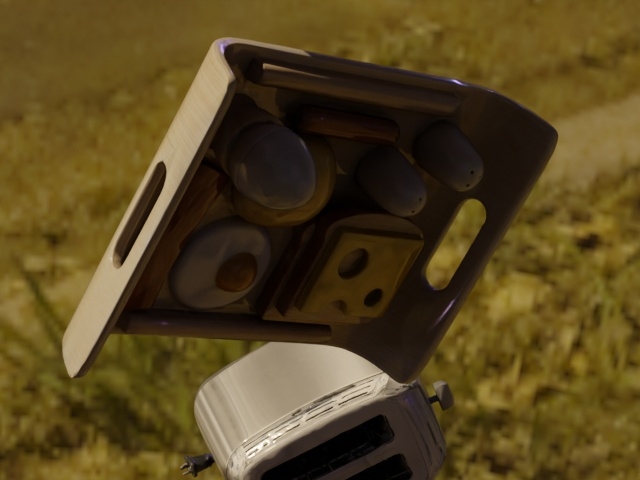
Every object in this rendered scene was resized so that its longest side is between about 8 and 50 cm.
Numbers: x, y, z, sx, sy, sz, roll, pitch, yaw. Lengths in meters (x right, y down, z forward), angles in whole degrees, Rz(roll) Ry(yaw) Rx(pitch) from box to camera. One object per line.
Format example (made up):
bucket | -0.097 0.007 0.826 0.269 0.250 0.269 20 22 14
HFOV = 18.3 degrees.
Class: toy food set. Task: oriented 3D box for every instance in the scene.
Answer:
toy food set | 0.000 0.000 1.269 0.306 0.220 0.092 6 31 -44

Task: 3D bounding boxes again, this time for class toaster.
toaster | -0.005 0.157 1.608 0.227 0.129 0.146 -25 25 -3
